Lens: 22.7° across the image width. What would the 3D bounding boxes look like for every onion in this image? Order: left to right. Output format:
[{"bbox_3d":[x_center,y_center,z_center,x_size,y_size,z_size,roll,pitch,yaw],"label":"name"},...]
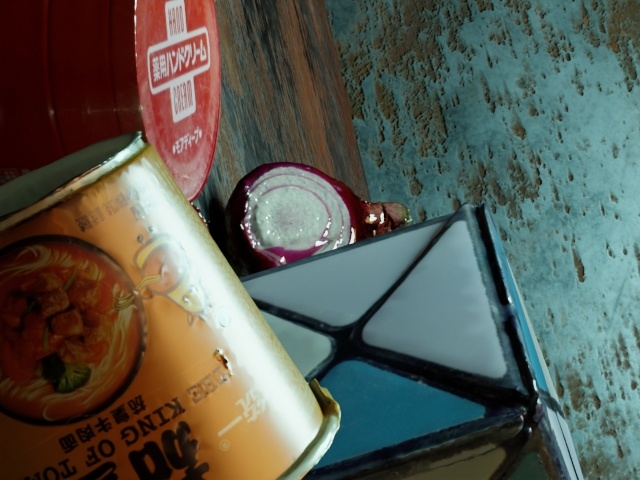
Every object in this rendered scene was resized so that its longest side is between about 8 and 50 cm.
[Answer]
[{"bbox_3d":[-0.005,0.006,1.658,0.135,0.198,0.173,129,-51,-62],"label":"onion"}]

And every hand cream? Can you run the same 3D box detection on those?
[{"bbox_3d":[-0.145,-0.113,1.020,0.193,0.125,0.193,-3,90,-79],"label":"hand cream"}]

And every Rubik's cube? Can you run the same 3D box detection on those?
[{"bbox_3d":[0.071,0.193,1.405,0.310,0.305,0.307,-92,164,-55],"label":"Rubik's cube"}]

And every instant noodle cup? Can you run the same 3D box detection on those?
[{"bbox_3d":[-0.121,0.059,0.773,0.216,0.216,0.172,-71,136,-75],"label":"instant noodle cup"}]

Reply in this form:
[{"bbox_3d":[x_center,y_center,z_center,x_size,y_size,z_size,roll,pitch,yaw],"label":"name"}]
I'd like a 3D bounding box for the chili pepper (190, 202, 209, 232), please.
[{"bbox_3d":[-0.126,0.006,1.198,0.086,0.084,0.192,59,4,1],"label":"chili pepper"}]
